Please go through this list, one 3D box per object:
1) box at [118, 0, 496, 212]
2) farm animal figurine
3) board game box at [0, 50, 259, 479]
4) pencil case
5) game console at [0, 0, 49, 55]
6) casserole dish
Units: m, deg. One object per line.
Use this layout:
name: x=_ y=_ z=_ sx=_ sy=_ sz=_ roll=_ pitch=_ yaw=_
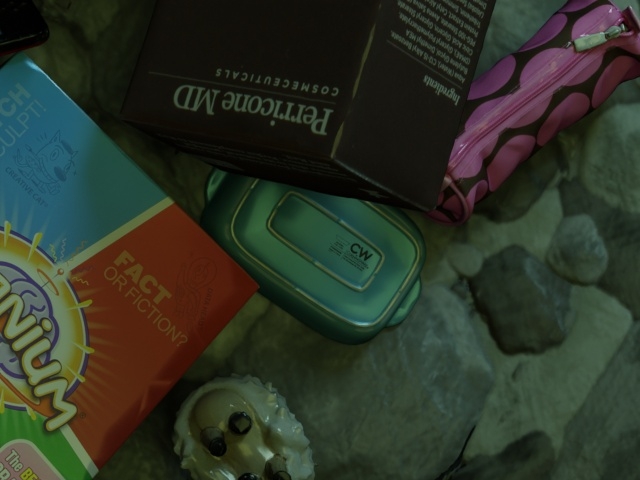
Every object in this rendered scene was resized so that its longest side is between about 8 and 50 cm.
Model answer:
box: x=0.022 y=-0.228 z=1.164 sx=0.143 sy=0.191 sz=0.381 roll=22 pitch=82 yaw=-54
farm animal figurine: x=-0.059 y=0.307 z=1.209 sx=0.327 sy=0.172 sz=0.330 roll=45 pitch=88 yaw=0
board game box: x=-0.232 y=0.065 z=1.166 sx=0.242 sy=0.064 sz=0.316 roll=45 pitch=71 yaw=-13
pencil case: x=0.148 y=-0.101 z=1.276 sx=0.209 sy=0.098 sz=0.095 roll=-41 pitch=102 yaw=-10
game console: x=-0.272 y=-0.175 z=1.165 sx=0.144 sy=0.124 sz=0.085 roll=-17 pitch=123 yaw=-14
casserole dish: x=0.000 y=0.000 z=1.271 sx=0.188 sy=0.037 sz=0.114 roll=35 pitch=83 yaw=-15
